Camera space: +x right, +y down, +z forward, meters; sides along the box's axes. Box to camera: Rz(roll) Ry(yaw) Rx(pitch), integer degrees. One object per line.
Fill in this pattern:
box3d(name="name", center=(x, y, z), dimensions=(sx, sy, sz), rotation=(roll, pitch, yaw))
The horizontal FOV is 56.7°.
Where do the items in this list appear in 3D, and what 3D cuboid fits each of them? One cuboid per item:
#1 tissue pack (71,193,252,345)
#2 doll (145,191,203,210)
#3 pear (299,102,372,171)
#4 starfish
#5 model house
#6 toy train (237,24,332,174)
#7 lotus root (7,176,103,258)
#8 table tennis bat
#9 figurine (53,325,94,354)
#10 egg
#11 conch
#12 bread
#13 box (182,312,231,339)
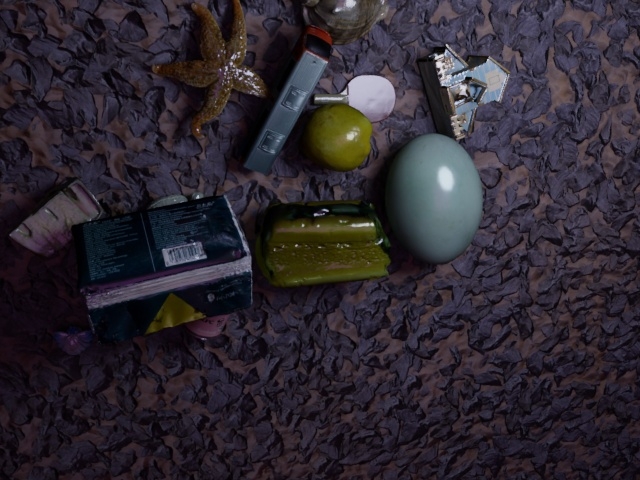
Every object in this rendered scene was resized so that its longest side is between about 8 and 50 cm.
box3d(name="tissue pack", center=(-0.409, 0.069, 1.543), dimensions=(0.416, 0.264, 0.253), rotation=(-13, 139, -19))
box3d(name="doll", center=(-0.422, -0.074, 1.655), dimensions=(0.214, 0.071, 0.104), rotation=(-24, 132, -13))
box3d(name="pear", center=(0.044, -0.282, 1.632), dimensions=(0.200, 0.200, 0.200), rotation=(-4, 109, -12))
box3d(name="starfish", center=(-0.259, -0.445, 1.558), dimensions=(0.327, 0.094, 0.375), rotation=(27, 95, -18))
box3d(name="model house", center=(0.423, -0.438, 1.681), dimensions=(0.206, 0.178, 0.271), rotation=(-23, 108, -7))
box3d(name="toy train", center=(-0.091, -0.365, 1.574), dimensions=(0.086, 0.089, 0.409), rotation=(16, 119, -34))
box3d(name="lotus root", center=(-0.689, -0.063, 1.561), dimensions=(0.235, 0.138, 0.119), rotation=(-38, 117, 0))
box3d(name="table tennis bat", center=(0.099, -0.404, 1.696), dimensions=(0.246, 0.022, 0.138), rotation=(-3, 108, -14))
box3d(name="figurine", center=(-0.711, 0.291, 1.714), dimensions=(0.114, 0.079, 0.114), rotation=(-14, 148, -9))
box3d(name="egg", center=(0.324, -0.114, 1.705), dimensions=(0.276, 0.276, 0.389), rotation=(-15, 112, -8))
box3d(name="conch", center=(0.054, -0.619, 1.537), dimensions=(0.291, 0.159, 0.210), rotation=(11, 104, -18))
box3d(name="bread", center=(0.000, 0.000, 1.703), dimensions=(0.376, 0.208, 0.251), rotation=(-5, 116, -11))
box3d(name="box", center=(-0.328, 0.202, 1.731), dimensions=(0.151, 0.151, 0.135), rotation=(19, 112, -18))
